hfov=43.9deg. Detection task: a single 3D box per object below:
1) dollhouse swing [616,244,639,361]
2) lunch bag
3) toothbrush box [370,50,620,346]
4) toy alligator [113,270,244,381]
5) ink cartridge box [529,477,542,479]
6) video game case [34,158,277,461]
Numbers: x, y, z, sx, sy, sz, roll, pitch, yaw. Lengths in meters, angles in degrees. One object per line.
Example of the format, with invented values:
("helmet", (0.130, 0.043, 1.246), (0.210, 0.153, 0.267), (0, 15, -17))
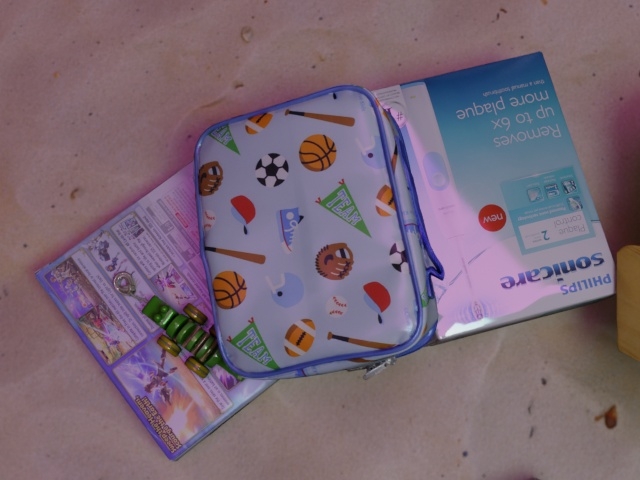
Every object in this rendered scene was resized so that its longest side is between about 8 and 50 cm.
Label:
("dollhouse swing", (0.528, 0.014, 0.803), (0.347, 0.315, 0.304), (10, 98, -21))
("lunch bag", (0.000, 0.000, 0.838), (0.243, 0.115, 0.303), (-13, 79, 13))
("toothbrush box", (0.187, -0.044, 0.934), (0.217, 0.126, 0.295), (-13, 80, -4))
("toy alligator", (-0.158, 0.092, 0.868), (0.190, 0.051, 0.056), (37, 79, 6))
("ink cartridge box", (0.173, 0.380, 0.852), (0.237, 0.100, 0.171), (-18, 79, -5))
("video game case", (-0.151, 0.074, 0.931), (0.244, 0.061, 0.269), (-37, 81, -10))
